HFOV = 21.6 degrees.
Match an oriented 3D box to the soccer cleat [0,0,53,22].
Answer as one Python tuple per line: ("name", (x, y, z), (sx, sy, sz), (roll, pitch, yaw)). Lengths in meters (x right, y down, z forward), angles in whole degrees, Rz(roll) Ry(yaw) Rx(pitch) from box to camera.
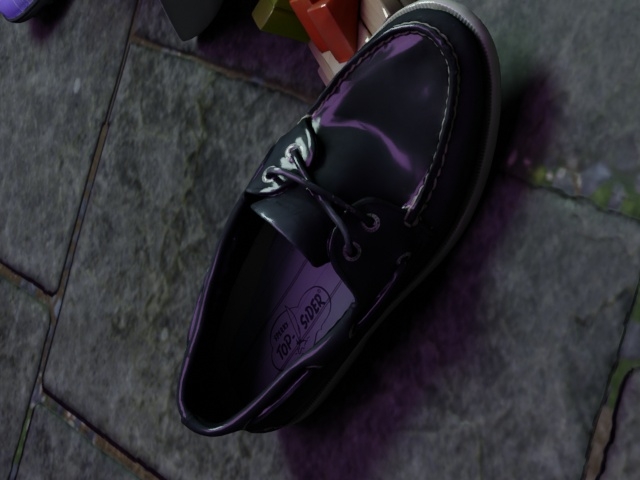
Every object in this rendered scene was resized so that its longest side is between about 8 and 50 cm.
("soccer cleat", (-0.255, -0.352, 1.541), (0.318, 0.116, 0.108), (-62, 39, 22))

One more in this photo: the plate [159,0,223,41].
("plate", (-0.076, -0.303, 1.251), (0.278, 0.045, 0.277), (79, -159, -86))

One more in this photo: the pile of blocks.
("pile of blocks", (-0.010, -0.246, 1.186), (0.149, 0.112, 0.362), (-33, 55, 45))

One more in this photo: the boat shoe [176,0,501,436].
("boat shoe", (-0.003, -0.002, 1.079), (0.127, 0.113, 0.340), (45, 121, 17))
